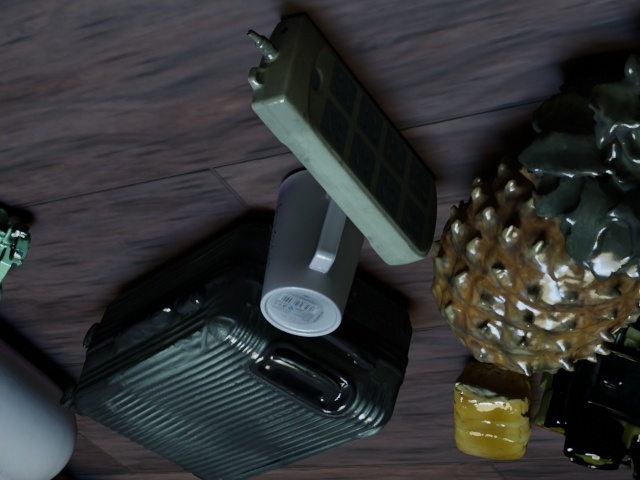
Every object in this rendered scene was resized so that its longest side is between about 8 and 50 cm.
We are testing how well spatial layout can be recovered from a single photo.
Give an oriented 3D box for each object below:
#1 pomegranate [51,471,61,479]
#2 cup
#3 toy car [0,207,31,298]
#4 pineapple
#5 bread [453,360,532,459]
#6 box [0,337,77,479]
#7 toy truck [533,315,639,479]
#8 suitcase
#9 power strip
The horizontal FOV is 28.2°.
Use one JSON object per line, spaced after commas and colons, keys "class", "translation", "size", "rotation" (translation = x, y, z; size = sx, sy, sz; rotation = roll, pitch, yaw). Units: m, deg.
{"class": "pomegranate", "translation": [-0.321, 0.384, 1.629], "size": [0.181, 0.181, 0.224], "rotation": [-12, 122, 37]}
{"class": "cup", "translation": [0.000, 0.000, 0.949], "size": [0.074, 0.116, 0.104], "rotation": [21, 140, -10]}
{"class": "toy car", "translation": [-0.310, 0.012, 1.158], "size": [0.073, 0.054, 0.143], "rotation": [24, 143, -15]}
{"class": "pineapple", "translation": [0.184, -0.024, 0.794], "size": [0.141, 0.170, 0.310], "rotation": [-2, 150, -24]}
{"class": "bread", "translation": [0.159, 0.160, 1.169], "size": [0.074, 0.053, 0.132], "rotation": [9, 149, 11]}
{"class": "box", "translation": [-0.445, 0.153, 1.350], "size": [0.288, 0.141, 0.349], "rotation": [-6, 142, 33]}
{"class": "toy truck", "translation": [0.305, 0.150, 1.033], "size": [0.257, 0.127, 0.127], "rotation": [17, 163, -2]}
{"class": "suitcase", "translation": [-0.079, 0.108, 1.128], "size": [0.202, 0.128, 0.312], "rotation": [33, 144, -24]}
{"class": "power strip", "translation": [0.019, -0.067, 0.864], "size": [0.029, 0.080, 0.227], "rotation": [-12, 138, 33]}
